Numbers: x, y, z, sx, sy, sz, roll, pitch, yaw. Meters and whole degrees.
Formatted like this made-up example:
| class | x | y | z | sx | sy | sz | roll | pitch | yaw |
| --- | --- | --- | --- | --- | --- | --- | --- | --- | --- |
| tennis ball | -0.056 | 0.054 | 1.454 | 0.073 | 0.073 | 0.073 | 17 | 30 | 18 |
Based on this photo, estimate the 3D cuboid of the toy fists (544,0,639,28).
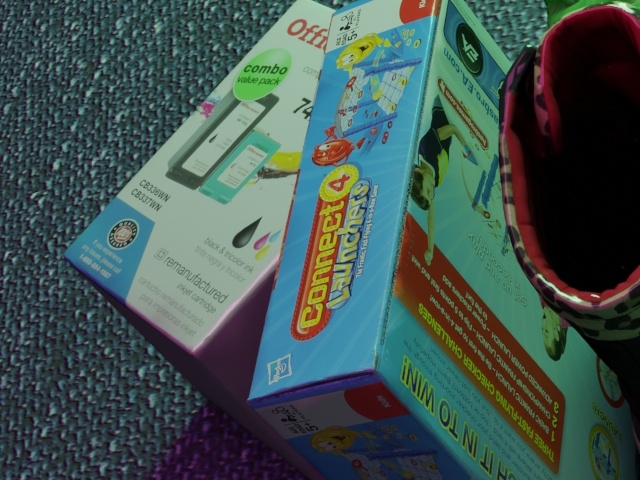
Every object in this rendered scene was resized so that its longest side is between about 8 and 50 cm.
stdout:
| class | x | y | z | sx | sy | sz | roll | pitch | yaw |
| --- | --- | --- | --- | --- | --- | --- | --- | --- | --- |
| toy fists | 0.296 | -0.222 | 1.460 | 0.279 | 0.096 | 0.142 | -28 | 40 | 19 |

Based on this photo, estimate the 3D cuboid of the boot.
| class | x | y | z | sx | sy | sz | roll | pitch | yaw |
| --- | --- | --- | --- | --- | --- | --- | --- | --- | --- |
| boot | 0.213 | -0.059 | 1.178 | 0.138 | 0.284 | 0.377 | -2 | 65 | 26 |

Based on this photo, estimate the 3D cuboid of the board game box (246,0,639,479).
| class | x | y | z | sx | sy | sz | roll | pitch | yaw |
| --- | --- | --- | --- | --- | --- | --- | --- | --- | --- |
| board game box | 0.097 | 0.049 | 1.201 | 0.086 | 0.308 | 0.302 | -15 | 45 | 31 |

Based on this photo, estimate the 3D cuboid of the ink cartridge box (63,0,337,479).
| class | x | y | z | sx | sy | sz | roll | pitch | yaw |
| --- | --- | --- | --- | --- | --- | --- | --- | --- | --- |
| ink cartridge box | 0.000 | 0.000 | 1.414 | 0.270 | 0.197 | 0.198 | -49 | 40 | -9 |
